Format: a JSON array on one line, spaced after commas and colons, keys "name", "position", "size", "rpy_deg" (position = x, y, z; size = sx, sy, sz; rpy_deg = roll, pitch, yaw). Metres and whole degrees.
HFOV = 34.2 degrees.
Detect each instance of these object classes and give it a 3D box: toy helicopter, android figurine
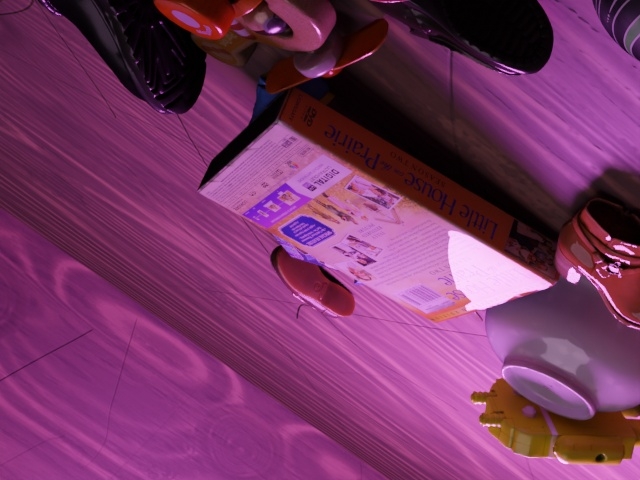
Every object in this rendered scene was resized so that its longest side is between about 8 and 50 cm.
[{"name": "toy helicopter", "position": [-0.070, -0.249, 1.188], "size": [0.235, 0.140, 0.355], "rpy_deg": [27, 173, -14]}, {"name": "android figurine", "position": [0.365, 0.262, 1.570], "size": [0.272, 0.056, 0.248], "rpy_deg": [4, -158, -4]}]

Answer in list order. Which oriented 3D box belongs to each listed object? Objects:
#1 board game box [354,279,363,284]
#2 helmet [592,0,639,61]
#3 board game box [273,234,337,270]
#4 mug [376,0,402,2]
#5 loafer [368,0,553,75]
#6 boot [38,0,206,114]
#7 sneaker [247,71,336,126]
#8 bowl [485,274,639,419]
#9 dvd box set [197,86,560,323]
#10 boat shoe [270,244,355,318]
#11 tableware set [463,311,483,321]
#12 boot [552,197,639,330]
[{"name": "board game box", "position": [0.075, 0.017, 1.605], "size": [0.020, 0.090, 0.090], "rpy_deg": [6, 166, -17]}, {"name": "helmet", "position": [0.268, -0.191, 0.713], "size": [0.161, 0.170, 0.169], "rpy_deg": [23, 167, -29]}, {"name": "board game box", "position": [0.000, 0.000, 1.754], "size": [0.201, 0.035, 0.136], "rpy_deg": [15, 154, 39]}, {"name": "mug", "position": [0.076, -0.303, 0.861], "size": [0.169, 0.150, 0.113], "rpy_deg": [88, 158, -62]}, {"name": "loafer", "position": [0.122, -0.225, 0.992], "size": [0.220, 0.080, 0.078], "rpy_deg": [34, 171, 9]}, {"name": "boot", "position": [-0.313, -0.312, 1.326], "size": [0.260, 0.131, 0.348], "rpy_deg": [7, 139, 37]}, {"name": "sneaker", "position": [-0.055, -0.185, 1.361], "size": [0.082, 0.069, 0.209], "rpy_deg": [48, 157, -12]}, {"name": "bowl", "position": [0.349, 0.161, 1.473], "size": [0.297, 0.134, 0.298], "rpy_deg": [28, 161, 11]}, {"name": "dvd box set", "position": [0.071, -0.029, 1.393], "size": [0.420, 0.062, 0.307], "rpy_deg": [29, 157, -15]}, {"name": "boat shoe", "position": [-0.026, 0.080, 1.927], "size": [0.073, 0.073, 0.207], "rpy_deg": [2, 144, 52]}, {"name": "tableware set", "position": [0.180, 0.069, 1.648], "size": [0.128, 0.039, 0.194], "rpy_deg": [6, 156, 28]}, {"name": "boot", "position": [0.373, 0.033, 1.225], "size": [0.197, 0.073, 0.152], "rpy_deg": [26, 156, 9]}]
